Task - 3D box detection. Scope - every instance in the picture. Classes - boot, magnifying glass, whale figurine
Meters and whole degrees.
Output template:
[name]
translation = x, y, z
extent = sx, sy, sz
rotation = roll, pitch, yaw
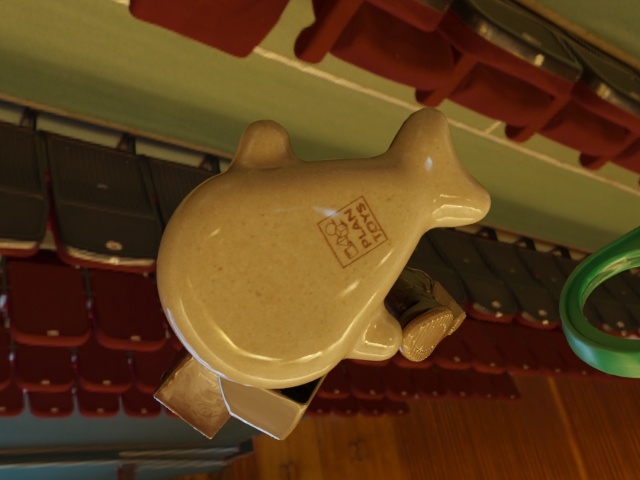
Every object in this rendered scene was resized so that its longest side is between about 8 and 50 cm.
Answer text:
[boot]
translation = 0.097, 0.076, 0.981
extent = 0.090, 0.207, 0.248
rotation = -59, 160, 14
[magnifying glass]
translation = 0.222, -0.009, 0.390
extent = 0.092, 0.231, 0.026
rotation = 12, 137, 51
[whale figurine]
translation = 0.000, 0.000, 0.553
extent = 0.272, 0.216, 0.141
rotation = -33, -175, -9

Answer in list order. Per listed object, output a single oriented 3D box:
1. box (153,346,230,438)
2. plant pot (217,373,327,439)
[box]
translation = -0.118, 0.146, 1.205
extent = 0.381, 0.143, 0.191
rotation = -48, -172, 8
[plant pot]
translation = -0.051, 0.160, 0.762
extent = 0.109, 0.109, 0.096
rotation = 23, 127, 12
